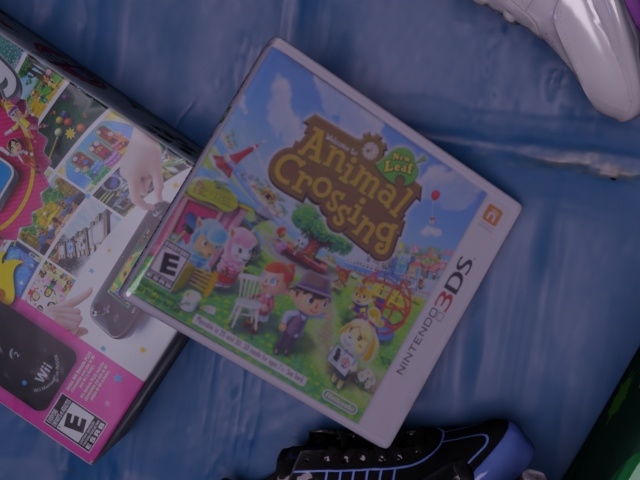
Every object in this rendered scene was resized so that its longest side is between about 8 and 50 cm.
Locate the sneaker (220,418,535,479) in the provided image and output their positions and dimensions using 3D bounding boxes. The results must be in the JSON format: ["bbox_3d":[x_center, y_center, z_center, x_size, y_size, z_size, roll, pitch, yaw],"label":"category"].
[{"bbox_3d":[0.031,0.168,0.848,0.232,0.081,0.090,-29,99,13],"label":"sneaker"}]

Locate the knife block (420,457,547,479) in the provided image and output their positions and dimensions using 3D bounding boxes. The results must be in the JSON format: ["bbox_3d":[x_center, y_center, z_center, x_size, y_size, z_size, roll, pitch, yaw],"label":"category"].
[{"bbox_3d":[0.031,0.236,0.797,0.088,0.275,0.242,30,81,-26],"label":"knife block"}]

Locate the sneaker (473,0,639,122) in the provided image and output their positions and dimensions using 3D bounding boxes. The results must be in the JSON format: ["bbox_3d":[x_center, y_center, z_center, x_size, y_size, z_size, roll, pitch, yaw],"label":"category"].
[{"bbox_3d":[0.110,-0.201,0.788,0.152,0.114,0.305,-32,87,26],"label":"sneaker"}]

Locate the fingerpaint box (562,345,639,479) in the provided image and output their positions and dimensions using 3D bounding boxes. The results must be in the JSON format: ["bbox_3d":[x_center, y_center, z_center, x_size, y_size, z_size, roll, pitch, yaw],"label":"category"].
[{"bbox_3d":[0.349,0.289,0.767,0.444,0.163,0.371,29,101,5],"label":"fingerpaint box"}]

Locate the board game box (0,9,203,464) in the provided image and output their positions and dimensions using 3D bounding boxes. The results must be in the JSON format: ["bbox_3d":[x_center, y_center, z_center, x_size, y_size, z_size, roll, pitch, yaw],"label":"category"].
[{"bbox_3d":[-0.218,-0.021,0.861,0.303,0.097,0.224,34,100,4],"label":"board game box"}]

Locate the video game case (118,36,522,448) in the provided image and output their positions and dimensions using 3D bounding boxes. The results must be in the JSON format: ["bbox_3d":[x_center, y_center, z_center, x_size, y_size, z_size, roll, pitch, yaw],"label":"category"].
[{"bbox_3d":[0.006,0.005,0.793,0.212,0.023,0.193,32,83,-19],"label":"video game case"}]
